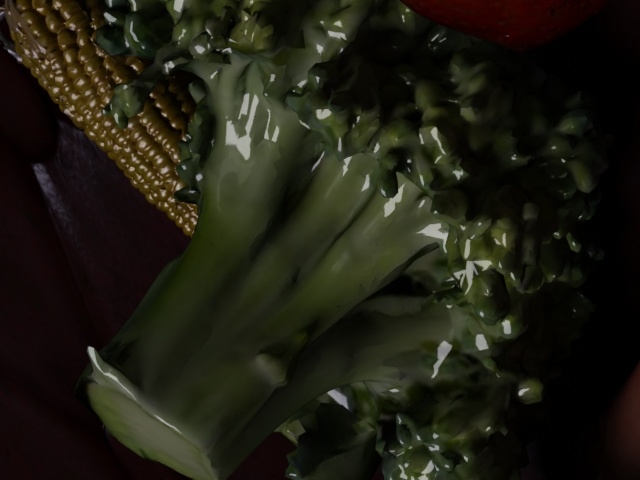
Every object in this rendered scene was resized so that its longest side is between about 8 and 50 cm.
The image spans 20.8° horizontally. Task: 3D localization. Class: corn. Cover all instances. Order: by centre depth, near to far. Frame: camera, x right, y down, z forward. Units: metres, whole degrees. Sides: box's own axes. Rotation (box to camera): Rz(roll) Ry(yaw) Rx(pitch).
[{"bbox_3d":[-0.113,-0.083,1.231,0.293,0.106,0.106,48,153,3],"label":"corn"}]

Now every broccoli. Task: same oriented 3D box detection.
[{"bbox_3d":[0.019,-0.005,0.970,0.277,0.318,0.338,26,-179,23],"label":"broccoli"}]

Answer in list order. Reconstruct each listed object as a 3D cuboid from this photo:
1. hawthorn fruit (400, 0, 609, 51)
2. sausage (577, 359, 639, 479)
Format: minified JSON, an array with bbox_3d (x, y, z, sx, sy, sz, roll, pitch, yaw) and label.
[{"bbox_3d":[0.093,-0.171,0.781,0.148,0.148,0.172,51,145,-2],"label":"hawthorn fruit"},{"bbox_3d":[0.218,0.050,0.915,0.094,0.094,0.419,32,147,13],"label":"sausage"}]
